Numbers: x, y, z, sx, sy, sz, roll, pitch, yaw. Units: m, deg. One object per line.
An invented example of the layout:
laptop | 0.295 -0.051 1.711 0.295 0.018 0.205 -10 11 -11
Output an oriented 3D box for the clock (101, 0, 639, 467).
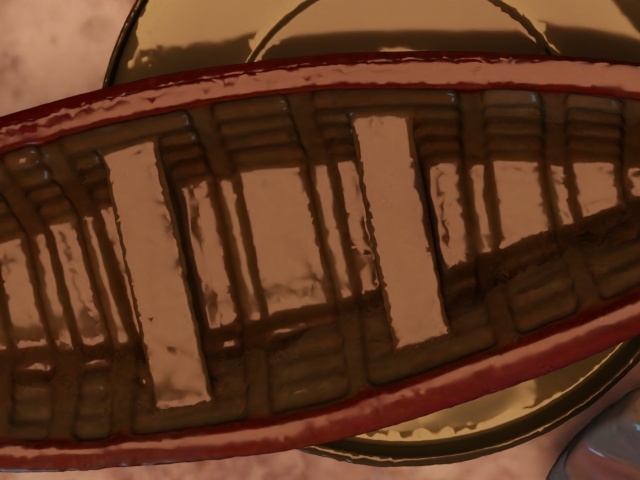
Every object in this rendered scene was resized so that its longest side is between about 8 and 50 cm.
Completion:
clock | 0.031 -0.029 0.699 0.235 0.029 0.235 0 99 2

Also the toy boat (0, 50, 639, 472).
toy boat | 0.000 0.000 0.653 0.392 0.079 0.136 -10 98 4

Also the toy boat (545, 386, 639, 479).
toy boat | 0.225 0.128 0.659 0.290 0.199 0.100 31 62 1
